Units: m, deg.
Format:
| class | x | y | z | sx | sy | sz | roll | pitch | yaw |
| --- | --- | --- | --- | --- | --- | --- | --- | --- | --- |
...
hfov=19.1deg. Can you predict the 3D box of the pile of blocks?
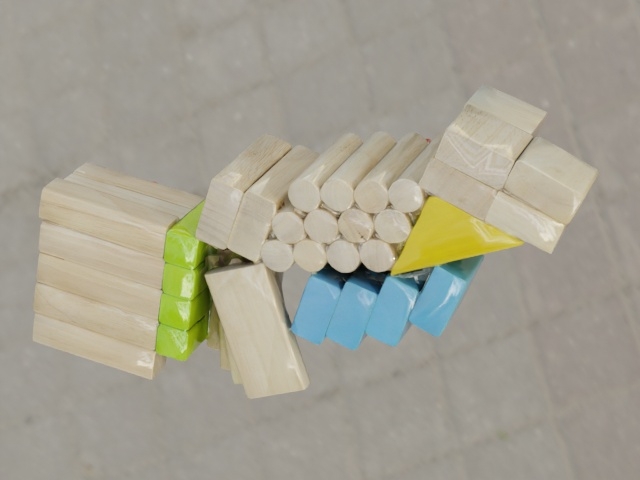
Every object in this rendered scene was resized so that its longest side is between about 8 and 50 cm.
| class | x | y | z | sx | sy | sz | roll | pitch | yaw |
| --- | --- | --- | --- | --- | --- | --- | --- | --- | --- |
| pile of blocks | 0.000 | 0.000 | 1.136 | 0.362 | 0.149 | 0.112 | -8 | 19 | 24 |
